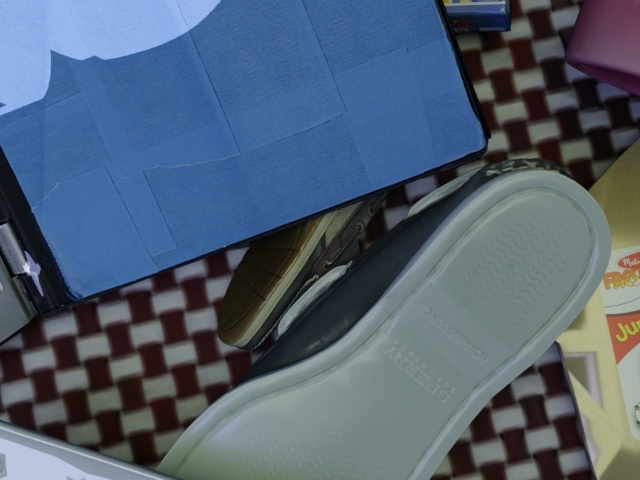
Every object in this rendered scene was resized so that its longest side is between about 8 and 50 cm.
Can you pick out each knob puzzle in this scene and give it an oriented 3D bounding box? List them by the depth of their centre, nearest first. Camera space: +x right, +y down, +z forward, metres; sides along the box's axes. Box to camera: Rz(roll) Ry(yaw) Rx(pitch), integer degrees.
[{"bbox_3d":[0.214,0.028,0.699,0.213,0.030,0.213,0,82,-1],"label":"knob puzzle"}]

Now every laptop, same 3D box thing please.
[{"bbox_3d":[-0.180,-0.110,0.521,0.408,0.236,0.382,-39,113,-43],"label":"laptop"}]

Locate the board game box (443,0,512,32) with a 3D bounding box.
[{"bbox_3d":[0.043,-0.218,0.711,0.136,0.035,0.201,1,82,14],"label":"board game box"}]

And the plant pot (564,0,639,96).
[{"bbox_3d":[0.247,-0.141,0.619,0.201,0.201,0.180,20,98,1],"label":"plant pot"}]

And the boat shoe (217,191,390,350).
[{"bbox_3d":[0.000,0.000,0.686,0.049,0.056,0.152,35,87,-29],"label":"boat shoe"}]

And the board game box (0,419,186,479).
[{"bbox_3d":[-0.038,0.323,0.604,0.389,0.050,0.390,18,93,1],"label":"board game box"}]

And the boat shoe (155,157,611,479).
[{"bbox_3d":[0.024,0.076,0.658,0.302,0.091,0.114,-38,100,4],"label":"boat shoe"}]
